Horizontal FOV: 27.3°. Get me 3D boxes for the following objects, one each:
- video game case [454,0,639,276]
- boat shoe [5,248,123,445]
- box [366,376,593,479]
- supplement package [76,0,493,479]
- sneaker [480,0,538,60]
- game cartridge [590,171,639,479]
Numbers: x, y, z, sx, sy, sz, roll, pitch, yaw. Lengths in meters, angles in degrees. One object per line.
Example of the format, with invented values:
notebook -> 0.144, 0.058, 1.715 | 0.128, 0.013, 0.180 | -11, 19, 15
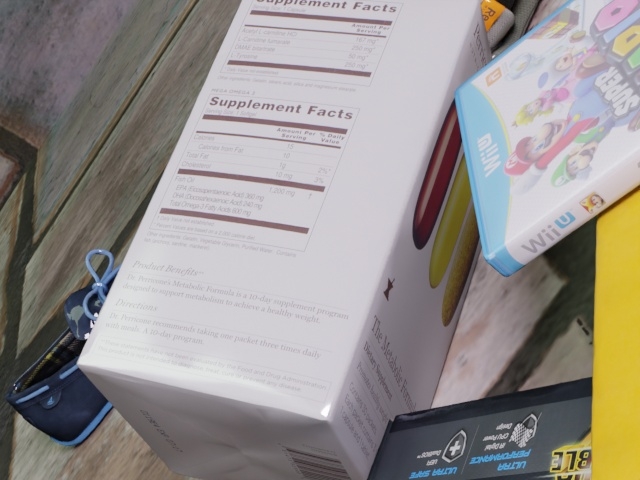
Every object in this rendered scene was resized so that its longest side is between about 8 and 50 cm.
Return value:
video game case -> 0.120, -0.071, 0.478 | 0.166, 0.015, 0.119 | -38, 29, 24
boat shoe -> -0.193, 0.080, 1.179 | 0.258, 0.089, 0.109 | -54, 20, 14
box -> 0.074, 0.143, 0.503 | 0.220, 0.051, 0.175 | -23, 40, 58
supplement package -> 0.000, 0.000, 0.692 | 0.134, 0.139, 0.244 | 9, 62, 22
sneaker -> 0.061, -0.111, 0.840 | 0.271, 0.100, 0.108 | -60, 25, -3
game cartridge -> 0.222, -0.048, 0.367 | 0.324, 0.053, 0.285 | -27, 35, 35
